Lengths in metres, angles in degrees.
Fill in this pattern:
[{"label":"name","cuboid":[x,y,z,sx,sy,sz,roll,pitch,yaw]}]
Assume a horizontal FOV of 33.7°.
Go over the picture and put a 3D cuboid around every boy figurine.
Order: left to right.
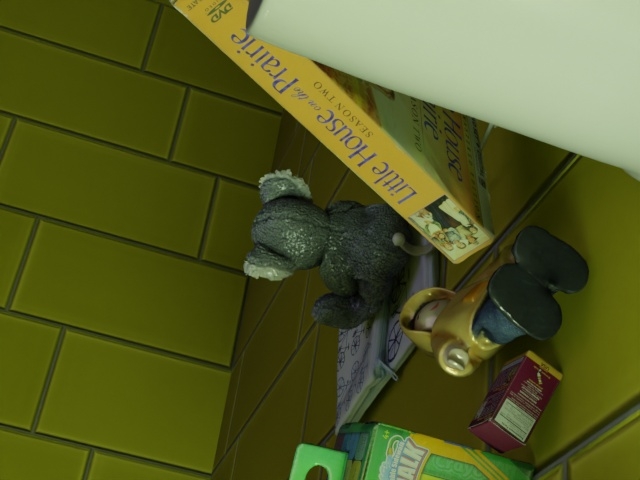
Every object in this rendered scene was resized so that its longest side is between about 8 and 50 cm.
[{"label":"boy figurine","cuboid":[0.170,0.065,1.105,0.177,0.092,0.285,-54,6,-19]}]

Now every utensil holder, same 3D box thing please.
[{"label":"utensil holder","cuboid":[0.166,-0.247,0.839,0.327,0.385,0.328,-164,90,-80]}]

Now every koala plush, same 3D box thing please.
[{"label":"koala plush","cuboid":[0.000,0.000,1.543,0.203,0.221,0.196,142,145,-63]}]

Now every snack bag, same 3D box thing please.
[{"label":"snack bag","cuboid":[0.097,0.082,1.598,0.342,0.037,0.323,121,161,-46]}]

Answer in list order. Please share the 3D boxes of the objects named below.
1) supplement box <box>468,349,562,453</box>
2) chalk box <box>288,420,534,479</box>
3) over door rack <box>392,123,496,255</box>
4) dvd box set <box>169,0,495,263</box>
[{"label":"supplement box","cuboid":[0.184,0.153,1.001,0.083,0.043,0.055,-54,2,-25]},{"label":"chalk box","cuboid":[0.074,0.252,1.023,0.132,0.213,0.132,144,140,-73]},{"label":"over door rack","cuboid":[0.173,-0.165,1.401,0.324,0.108,0.239,123,160,-49]},{"label":"dvd box set","cuboid":[0.026,-0.203,1.110,0.062,0.420,0.307,-32,34,27]}]
